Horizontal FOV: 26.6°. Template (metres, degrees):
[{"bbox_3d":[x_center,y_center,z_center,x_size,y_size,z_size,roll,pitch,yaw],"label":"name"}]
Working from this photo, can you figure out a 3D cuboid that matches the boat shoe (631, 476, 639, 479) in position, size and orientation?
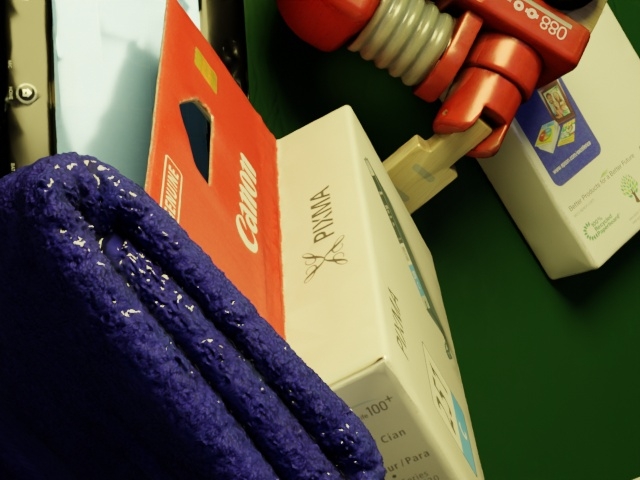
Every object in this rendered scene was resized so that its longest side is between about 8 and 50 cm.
[{"bbox_3d":[0.346,0.289,1.061,0.306,0.113,0.105,41,46,-28],"label":"boat shoe"}]

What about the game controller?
[{"bbox_3d":[-0.127,-0.088,0.884,0.166,0.067,0.319,3,76,-32],"label":"game controller"}]

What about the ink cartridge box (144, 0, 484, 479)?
[{"bbox_3d":[0.000,0.000,0.782,0.261,0.066,0.296,58,13,-28],"label":"ink cartridge box"}]

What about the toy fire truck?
[{"bbox_3d":[0.052,-0.128,0.938,0.217,0.158,0.246,29,74,-12],"label":"toy fire truck"}]

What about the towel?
[{"bbox_3d":[-0.130,0.085,0.694,0.227,0.308,0.076,47,55,-15],"label":"towel"}]

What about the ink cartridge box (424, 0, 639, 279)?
[{"bbox_3d":[0.165,-0.150,1.083,0.165,0.065,0.332,-36,100,-33],"label":"ink cartridge box"}]
